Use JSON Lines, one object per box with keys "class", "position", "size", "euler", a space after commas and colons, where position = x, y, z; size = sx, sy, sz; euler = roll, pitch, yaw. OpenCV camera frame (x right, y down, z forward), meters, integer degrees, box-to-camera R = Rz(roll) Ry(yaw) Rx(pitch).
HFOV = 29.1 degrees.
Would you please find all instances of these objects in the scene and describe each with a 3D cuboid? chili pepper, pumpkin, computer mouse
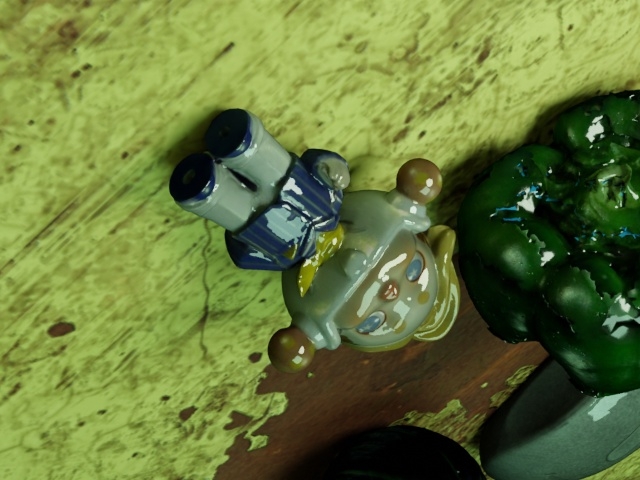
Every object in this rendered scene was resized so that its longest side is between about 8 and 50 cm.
{"class": "chili pepper", "position": [0.254, 0.016, 1.088], "size": [0.248, 0.233, 0.257], "euler": [-27, 150, 2]}
{"class": "pumpkin", "position": [0.061, 0.319, 1.342], "size": [0.248, 0.248, 0.248], "euler": [-19, 143, -16]}
{"class": "computer mouse", "position": [0.347, 0.177, 1.435], "size": [0.203, 0.114, 0.374], "euler": [20, 120, -46]}

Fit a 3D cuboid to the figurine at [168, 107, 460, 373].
{"class": "figurine", "position": [-0.008, 0.007, 0.978], "size": [0.274, 0.133, 0.194], "euler": [11, 104, -36]}
